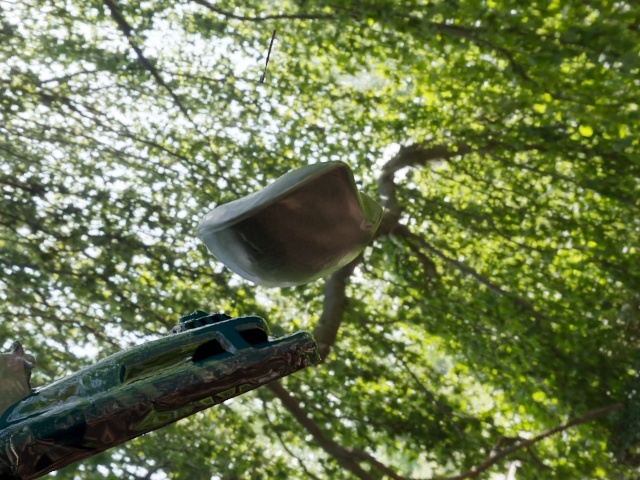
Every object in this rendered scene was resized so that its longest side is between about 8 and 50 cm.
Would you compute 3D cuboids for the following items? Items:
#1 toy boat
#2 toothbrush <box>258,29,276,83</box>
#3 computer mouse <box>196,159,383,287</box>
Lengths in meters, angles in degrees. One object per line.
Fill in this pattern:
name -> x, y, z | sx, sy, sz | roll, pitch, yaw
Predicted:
toy boat -> -0.129, 0.102, 0.476 | 0.299, 0.092, 0.134 | -11, -16, -48
toothbrush -> -0.091, -0.317, 1.016 | 0.006, 0.008, 0.097 | 15, -90, -53
computer mouse -> 0.000, 0.000, 0.668 | 0.090, 0.167, 0.379 | 69, -163, 9
